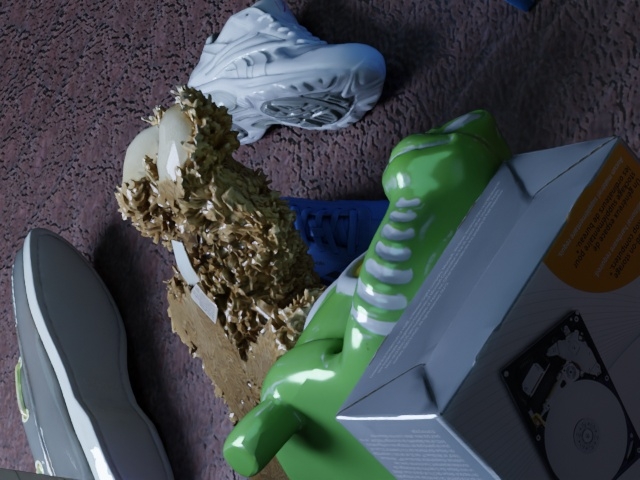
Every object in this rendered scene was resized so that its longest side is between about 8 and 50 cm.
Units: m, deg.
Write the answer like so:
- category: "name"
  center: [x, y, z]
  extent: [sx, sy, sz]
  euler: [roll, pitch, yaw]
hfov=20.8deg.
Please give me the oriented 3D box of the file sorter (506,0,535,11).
- category: "file sorter"
  center: [0.112, -0.274, 1.272]
  extent: [0.104, 0.118, 0.170]
  euler: [-47, 47, 23]

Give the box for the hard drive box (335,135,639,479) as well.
- category: "hard drive box"
  center: [0.149, 0.093, 0.879]
  extent: [0.089, 0.232, 0.181]
  euler: [-8, 42, 56]

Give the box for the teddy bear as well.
- category: "teddy bear"
  center: [-0.037, 0.044, 1.240]
  extent: [0.338, 0.113, 0.245]
  euler: [58, 154, 13]

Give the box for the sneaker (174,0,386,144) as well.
- category: "sneaker"
  center: [-0.035, -0.149, 1.415]
  extent: [0.232, 0.090, 0.115]
  euler: [-4, 70, 46]

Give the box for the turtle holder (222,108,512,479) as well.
- category: "turtle holder"
  center: [0.081, 0.081, 1.042]
  extent: [0.243, 0.320, 0.227]
  euler: [-9, 40, 52]

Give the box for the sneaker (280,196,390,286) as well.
- category: "sneaker"
  center: [0.000, 0.000, 1.327]
  extent: [0.209, 0.082, 0.069]
  euler: [-3, 73, 46]

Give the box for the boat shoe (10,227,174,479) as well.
- category: "boat shoe"
  center: [-0.218, 0.124, 1.502]
  extent: [0.091, 0.109, 0.305]
  euler: [-41, 53, 25]

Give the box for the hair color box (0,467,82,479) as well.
- category: "hair color box"
  center: [-0.159, 0.264, 1.210]
  extent: [0.110, 0.339, 0.185]
  euler: [-54, 44, 19]
